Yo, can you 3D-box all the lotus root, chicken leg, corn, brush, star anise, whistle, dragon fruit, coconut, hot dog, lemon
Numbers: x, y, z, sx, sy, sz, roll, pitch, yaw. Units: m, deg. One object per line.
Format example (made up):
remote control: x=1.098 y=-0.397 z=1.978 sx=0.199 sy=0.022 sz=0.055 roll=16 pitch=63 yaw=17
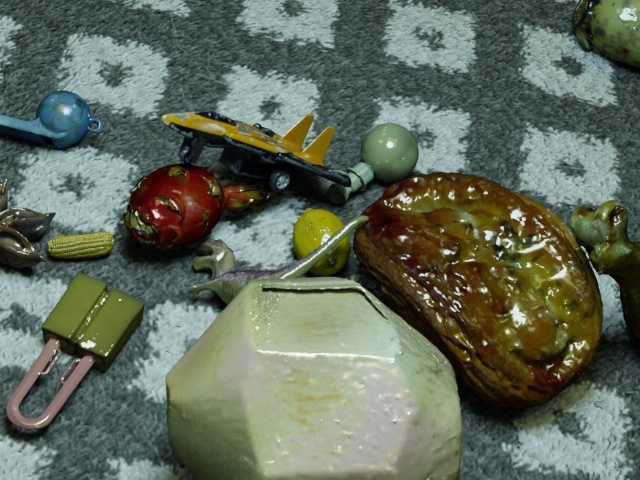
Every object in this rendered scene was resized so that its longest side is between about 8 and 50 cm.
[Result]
lotus root: x=0.602 y=-0.367 z=2.117 sx=0.309 sy=0.173 sz=0.173 roll=20 pitch=50 yaw=-5
chicken leg: x=0.464 y=0.080 z=1.670 sx=0.361 sy=0.140 sz=0.211 roll=13 pitch=55 yaw=-45
corn: x=-0.337 y=0.007 z=1.696 sx=0.092 sy=0.037 sz=0.037 roll=-2 pitch=52 yaw=-14
brush: x=-0.330 y=0.155 z=1.574 sx=0.103 sy=0.047 sz=0.233 roll=24 pitch=52 yaw=8
star anise: x=-0.472 y=-0.017 z=1.676 sx=0.208 sy=0.063 sz=0.172 roll=-7 pitch=49 yaw=-12
whistle: x=-0.404 y=-0.188 z=1.808 sx=0.158 sy=0.090 sz=0.090 roll=15 pitch=50 yaw=2
dragon fruit: x=-0.172 y=-0.052 z=1.733 sx=0.246 sy=0.125 sz=0.125 roll=-10 pitch=71 yaw=-31
coconut: x=-0.016 y=0.204 z=1.429 sx=0.352 sy=0.353 sz=0.353 roll=6 pitch=51 yaw=-7
hot dog: x=0.217 y=0.051 z=1.681 sx=0.267 sy=0.174 sz=0.387 roll=-29 pitch=63 yaw=-27
lemon: x=0.000 y=0.000 z=1.741 sx=0.082 sy=0.082 sz=0.111 roll=-9 pitch=54 yaw=-18

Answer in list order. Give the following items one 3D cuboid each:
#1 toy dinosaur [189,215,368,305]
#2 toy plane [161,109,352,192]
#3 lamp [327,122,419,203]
toy dinosaur: x=-0.072 y=0.049 z=1.652 sx=0.251 sy=0.072 sz=0.200 roll=-14 pitch=45 yaw=27
toy plane: x=-0.112 y=-0.133 z=1.734 sx=0.316 sy=0.103 sz=0.204 roll=-1 pitch=28 yaw=-46
lamp: x=0.074 y=-0.111 z=1.851 sx=0.163 sy=0.091 sz=0.091 roll=-38 pitch=66 yaw=-16
